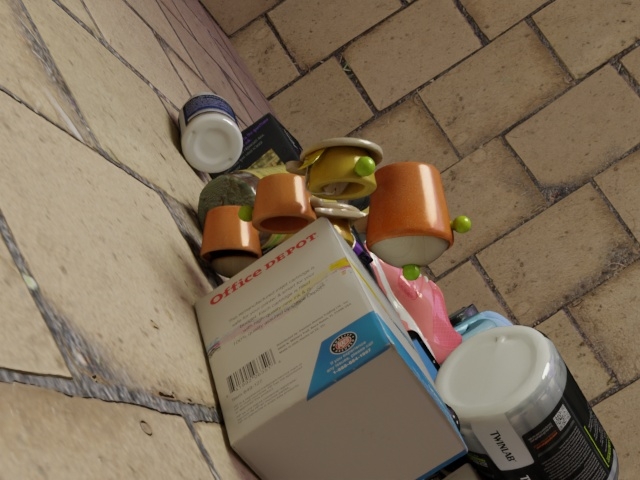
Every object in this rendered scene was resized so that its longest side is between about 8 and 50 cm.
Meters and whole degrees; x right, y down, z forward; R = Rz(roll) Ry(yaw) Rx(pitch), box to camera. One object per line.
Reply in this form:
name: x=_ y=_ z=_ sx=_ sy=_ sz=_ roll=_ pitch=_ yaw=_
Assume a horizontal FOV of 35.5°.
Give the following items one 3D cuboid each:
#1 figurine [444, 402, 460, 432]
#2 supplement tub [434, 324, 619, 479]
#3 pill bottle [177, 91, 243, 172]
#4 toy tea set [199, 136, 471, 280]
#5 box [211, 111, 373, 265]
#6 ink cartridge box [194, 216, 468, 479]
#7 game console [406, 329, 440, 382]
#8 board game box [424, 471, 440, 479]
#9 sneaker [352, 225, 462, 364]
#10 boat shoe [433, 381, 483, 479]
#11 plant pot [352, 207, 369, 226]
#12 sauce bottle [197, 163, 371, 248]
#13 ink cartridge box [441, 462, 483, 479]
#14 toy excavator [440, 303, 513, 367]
figurine: x=0.116 y=0.279 z=1.286 sx=0.209 sy=0.092 sz=0.215 roll=-119 pitch=-156 yaw=-78
supplement tub: x=0.314 y=0.292 z=1.472 sx=0.316 sy=0.193 sz=0.193 roll=55 pitch=6 yaw=-27
pill bottle: x=-0.177 y=-0.178 z=1.583 sx=0.094 sy=0.094 sz=0.169 roll=54 pitch=6 yaw=-27
toy tea set: x=0.000 y=0.000 z=1.130 sx=0.200 sy=0.336 sz=0.124 roll=10 pitch=69 yaw=-34
box: x=-0.053 y=-0.050 z=1.668 sx=0.270 sy=0.143 sz=0.165 roll=58 pitch=7 yaw=19
ink cartridge box: x=0.004 y=0.128 z=0.990 sx=0.168 sy=0.171 sz=0.232 roll=53 pitch=7 yaw=-33
game console: x=0.131 y=0.193 z=1.549 sx=0.144 sy=0.085 sz=0.124 roll=57 pitch=4 yaw=33
board game box: x=0.101 y=0.288 z=1.502 sx=0.194 sy=0.060 sz=0.194 roll=52 pitch=7 yaw=-40
sneaker: x=0.156 y=0.101 z=1.889 sx=0.314 sy=0.136 sz=0.116 roll=62 pitch=-26 yaw=8
boat shoe: x=0.221 y=0.372 z=1.634 sx=0.340 sy=0.158 sz=0.127 roll=46 pitch=-2 yaw=-4
plant pot: x=0.069 y=0.014 z=2.027 sx=0.212 sy=0.212 sz=0.187 roll=45 pitch=19 yaw=-3
sauce bottle: x=-0.030 y=-0.057 z=1.426 sx=0.344 sy=0.111 sz=0.111 roll=-15 pitch=69 yaw=-56
ink cartridge box: x=0.241 y=0.476 z=1.310 sx=0.207 sy=0.119 sz=0.353 roll=54 pitch=5 yaw=-17
toy excavator: x=0.274 y=0.279 z=1.992 sx=0.222 sy=0.433 sz=0.445 roll=61 pitch=-22 yaw=4
